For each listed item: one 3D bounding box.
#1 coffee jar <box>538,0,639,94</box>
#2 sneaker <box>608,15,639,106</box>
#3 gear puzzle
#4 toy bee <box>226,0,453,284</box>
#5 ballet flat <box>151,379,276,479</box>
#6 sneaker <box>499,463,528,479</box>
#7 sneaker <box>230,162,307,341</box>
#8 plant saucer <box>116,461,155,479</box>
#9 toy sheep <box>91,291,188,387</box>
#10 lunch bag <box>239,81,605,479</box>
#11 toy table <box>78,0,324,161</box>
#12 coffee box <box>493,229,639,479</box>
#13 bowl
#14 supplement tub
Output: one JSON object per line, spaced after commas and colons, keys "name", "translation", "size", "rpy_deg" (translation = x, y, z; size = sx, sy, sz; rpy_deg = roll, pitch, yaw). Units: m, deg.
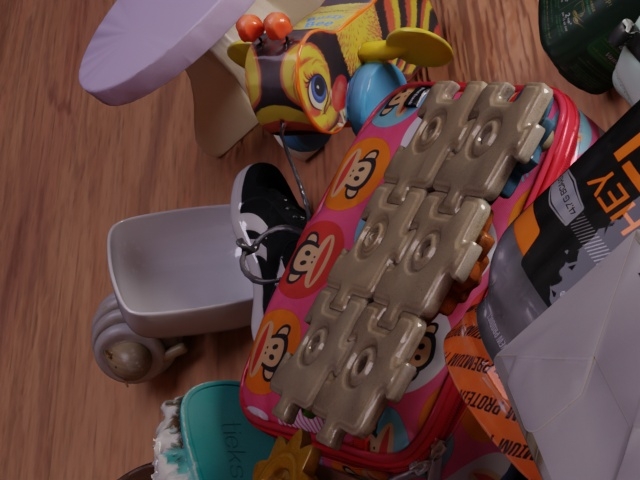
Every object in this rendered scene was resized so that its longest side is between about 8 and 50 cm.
{"name": "coffee jar", "translation": [0.244, -0.182, 1.135], "size": [0.184, 0.079, 0.096], "rpy_deg": [-29, 40, 38]}
{"name": "sneaker", "translation": [0.286, -0.156, 1.003], "size": [0.256, 0.094, 0.151], "rpy_deg": [-49, 52, 15]}
{"name": "gear puzzle", "translation": [0.044, 0.053, 1.010], "size": [0.339, 0.044, 0.175], "rpy_deg": [-61, 21, -6]}
{"name": "toy bee", "translation": [0.008, -0.134, 1.277], "size": [0.195, 0.162, 0.298], "rpy_deg": [-14, 37, 17]}
{"name": "ballet flat", "translation": [-0.046, 0.266, 1.107], "size": [0.147, 0.147, 0.409], "rpy_deg": [-43, 30, 21]}
{"name": "sneaker", "translation": [0.089, 0.213, 0.982], "size": [0.209, 0.082, 0.069], "rpy_deg": [-56, 33, 3]}
{"name": "sneaker", "translation": [0.000, 0.000, 1.317], "size": [0.121, 0.079, 0.216], "rpy_deg": [-35, 45, 25]}
{"name": "plant saucer", "translation": [-0.160, 0.238, 1.313], "size": [0.168, 0.029, 0.168], "rpy_deg": [-36, 23, 18]}
{"name": "toy sheep", "translation": [-0.162, 0.079, 1.455], "size": [0.091, 0.091, 0.132], "rpy_deg": [-41, 20, 23]}
{"name": "lunch bag", "translation": [0.092, 0.036, 1.118], "size": [0.258, 0.120, 0.293], "rpy_deg": [10, 71, 53]}
{"name": "toy table", "translation": [-0.074, -0.195, 1.510], "size": [0.274, 0.161, 0.252], "rpy_deg": [-30, 39, 35]}
{"name": "coffee box", "translation": [0.210, 0.120, 0.738], "size": [0.098, 0.246, 0.141], "rpy_deg": [-45, 32, 20]}
{"name": "bowl", "translation": [-0.110, 0.032, 1.404], "size": [0.142, 0.142, 0.053], "rpy_deg": [-108, 14, -50]}
{"name": "supplement tub", "translation": [0.228, 0.003, 0.875], "size": [0.316, 0.194, 0.193], "rpy_deg": [-46, 32, 18]}
